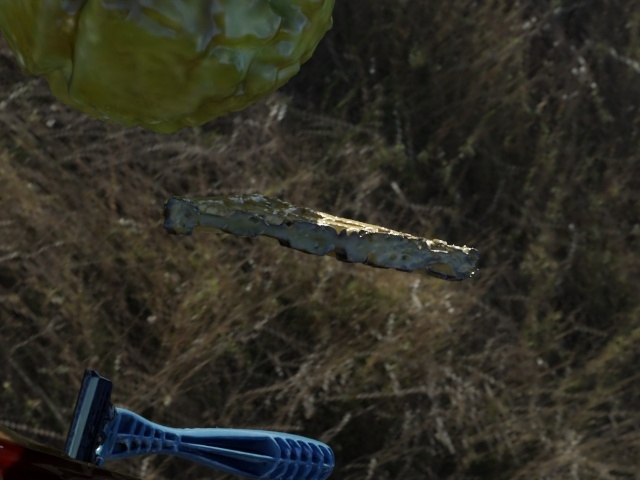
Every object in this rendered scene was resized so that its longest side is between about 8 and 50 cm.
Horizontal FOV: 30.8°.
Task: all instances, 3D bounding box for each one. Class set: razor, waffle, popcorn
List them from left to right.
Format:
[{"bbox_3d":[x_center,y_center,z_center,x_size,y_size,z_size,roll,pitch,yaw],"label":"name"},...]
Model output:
[{"bbox_3d":[-0.098,-0.169,0.715,0.184,0.221,0.204,-52,149,-74],"label":"popcorn"},{"bbox_3d":[-0.079,0.144,0.814,0.253,0.042,0.082,18,83,-46],"label":"razor"},{"bbox_3d":[0.000,0.000,0.630,0.097,0.152,0.023,-8,112,-60],"label":"waffle"}]

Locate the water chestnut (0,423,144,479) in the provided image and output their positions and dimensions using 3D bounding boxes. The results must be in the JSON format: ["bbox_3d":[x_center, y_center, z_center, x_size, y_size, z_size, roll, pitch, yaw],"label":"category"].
[{"bbox_3d":[-0.137,0.217,0.390,0.335,0.347,0.335,1,86,-11],"label":"water chestnut"}]
